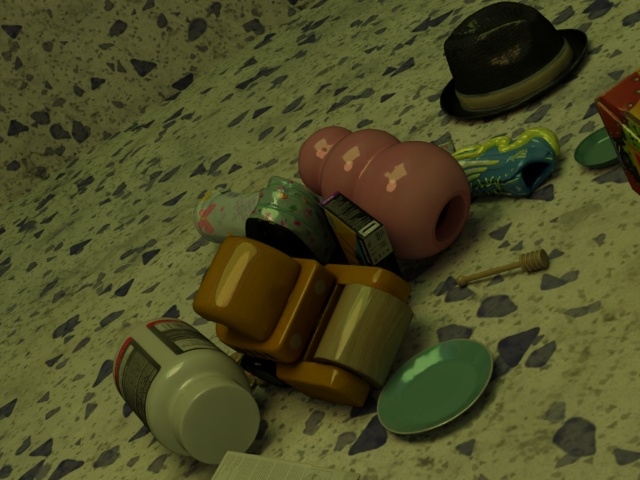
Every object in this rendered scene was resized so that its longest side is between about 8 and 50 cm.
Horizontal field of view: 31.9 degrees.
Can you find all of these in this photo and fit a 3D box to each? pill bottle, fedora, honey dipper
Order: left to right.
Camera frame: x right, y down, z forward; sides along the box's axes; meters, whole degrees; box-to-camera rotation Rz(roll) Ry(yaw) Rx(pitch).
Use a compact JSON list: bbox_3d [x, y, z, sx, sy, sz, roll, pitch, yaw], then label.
[{"bbox_3d":[-0.218,0.247,1.837,0.176,0.176,0.318,-40,25,-12],"label":"pill bottle"},{"bbox_3d":[0.282,0.047,1.764,0.160,0.030,0.030,-19,29,35],"label":"honey dipper"},{"bbox_3d":[0.368,-0.388,2.293,0.334,0.152,0.334,-28,26,15],"label":"fedora"}]

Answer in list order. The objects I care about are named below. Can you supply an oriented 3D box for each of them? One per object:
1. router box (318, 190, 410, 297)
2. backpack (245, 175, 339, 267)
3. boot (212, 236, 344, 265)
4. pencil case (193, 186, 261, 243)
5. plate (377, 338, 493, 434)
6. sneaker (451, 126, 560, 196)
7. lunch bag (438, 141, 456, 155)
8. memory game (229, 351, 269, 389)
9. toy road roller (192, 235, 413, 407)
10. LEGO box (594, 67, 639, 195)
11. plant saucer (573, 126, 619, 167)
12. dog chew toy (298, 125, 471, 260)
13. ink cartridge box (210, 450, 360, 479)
[{"bbox_3d":[0.074,0.017,1.854,0.046,0.179,0.133,-36,43,-14],"label":"router box"},{"bbox_3d":[-0.053,-0.024,1.894,0.151,0.182,0.115,9,67,23],"label":"backpack"},{"bbox_3d":[-0.076,0.082,1.986,0.248,0.090,0.207,-14,47,9],"label":"boot"},{"bbox_3d":[-0.152,-0.052,2.370,0.273,0.113,0.124,3,66,51],"label":"pencil case"},{"bbox_3d":[0.167,0.214,1.609,0.188,0.024,0.188,-27,26,14],"label":"plate"},{"bbox_3d":[0.305,-0.120,1.961,0.240,0.091,0.126,-25,27,17],"label":"sneaker"},{"bbox_3d":[0.224,-0.144,2.152,0.083,0.053,0.071,-16,31,14],"label":"lunch bag"},{"bbox_3d":[-0.098,0.200,1.972,0.186,0.012,0.186,-27,26,14],"label":"memory game"},{"bbox_3d":[-0.045,0.111,1.750,0.329,0.240,0.203,4,64,50],"label":"toy road roller"},{"bbox_3d":[0.669,-0.180,1.404,0.500,0.193,0.372,-35,38,1],"label":"LEGO box"},{"bbox_3d":[0.486,-0.157,1.887,0.119,0.021,0.119,-27,26,14],"label":"plant saucer"},{"bbox_3d":[0.095,-0.100,1.956,0.331,0.207,0.206,28,61,32],"label":"dog chew toy"},{"bbox_3d":[-0.071,0.392,1.575,0.224,0.056,0.181,5,41,27],"label":"ink cartridge box"}]
